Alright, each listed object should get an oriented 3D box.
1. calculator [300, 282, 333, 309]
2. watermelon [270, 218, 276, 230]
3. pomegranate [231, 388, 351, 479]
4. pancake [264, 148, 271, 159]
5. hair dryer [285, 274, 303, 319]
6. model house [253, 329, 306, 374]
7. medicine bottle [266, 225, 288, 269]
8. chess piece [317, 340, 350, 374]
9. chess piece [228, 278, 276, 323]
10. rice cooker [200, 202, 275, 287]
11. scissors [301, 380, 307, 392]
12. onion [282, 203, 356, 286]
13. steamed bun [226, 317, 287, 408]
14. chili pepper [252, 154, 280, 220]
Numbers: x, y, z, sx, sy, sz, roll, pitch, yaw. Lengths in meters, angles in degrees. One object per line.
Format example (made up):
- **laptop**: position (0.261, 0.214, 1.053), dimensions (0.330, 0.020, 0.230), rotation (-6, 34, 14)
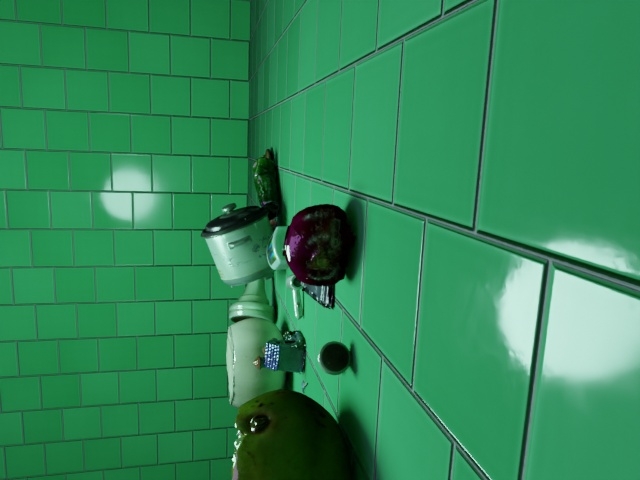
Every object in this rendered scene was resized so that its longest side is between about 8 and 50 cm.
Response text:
- **calculator**: position (-0.009, 0.067, 1.263), dimensions (0.274, 0.028, 0.165), rotation (-159, 73, -74)
- **watermelon**: position (-0.199, -0.011, 2.059), dimensions (0.158, 0.121, 0.098), rotation (-48, 13, -26)
- **pomegranate**: position (-0.035, 0.470, 1.026), dimensions (0.358, 0.216, 0.310), rotation (63, 180, -28)
- **pancake**: position (-0.234, -0.286, 2.221), dimensions (0.250, 0.031, 0.250), rotation (180, 90, -78)
- **hair dryer**: position (-0.069, 0.168, 1.492), dimensions (0.082, 0.047, 0.137), rotation (165, 99, -76)
- **model house**: position (-0.130, 0.336, 1.517), dimensions (0.148, 0.149, 0.119), rotation (-143, 55, -71)
- **medicine bottle**: position (-0.133, 0.034, 1.672), dimensions (0.229, 0.083, 0.121), rotation (134, 132, -73)
- **chess piece**: position (0.025, 0.249, 1.043), dimensions (0.103, 0.067, 0.067), rotation (100, 166, -68)
- **chess piece**: position (-0.272, 0.197, 2.107), dimensions (0.194, 0.194, 0.299), rotation (117, 159, -63)
- **rice cooker**: position (-0.288, 0.005, 1.858), dimensions (0.316, 0.264, 0.316), rotation (160, 90, -87)
- **scissors**: position (-0.047, 0.423, 1.468), dimensions (0.083, 0.006, 0.036), rotation (115, 154, -62)
- **onion**: position (-0.015, -0.001, 1.047), dimensions (0.198, 0.135, 0.173), rotation (-118, 34, -68)
- **steamed bun**: position (-0.223, 0.438, 1.787), dimensions (0.324, 0.206, 0.324), rotation (179, 90, -74)
- **chili pepper**: position (-0.215, -0.228, 2.009), dimensions (0.136, 0.099, 0.270), rotation (64, -168, -64)
